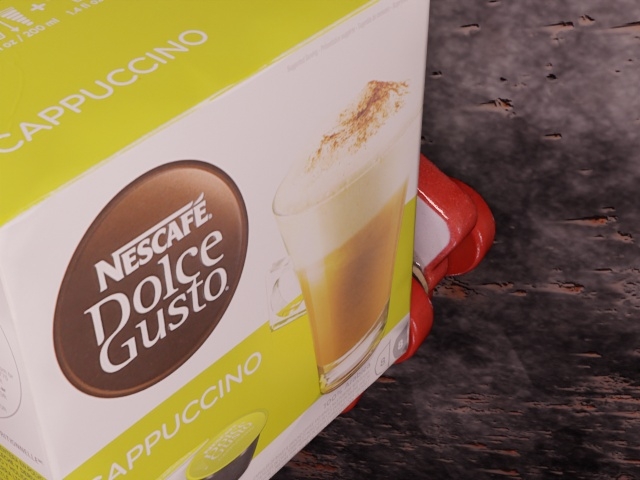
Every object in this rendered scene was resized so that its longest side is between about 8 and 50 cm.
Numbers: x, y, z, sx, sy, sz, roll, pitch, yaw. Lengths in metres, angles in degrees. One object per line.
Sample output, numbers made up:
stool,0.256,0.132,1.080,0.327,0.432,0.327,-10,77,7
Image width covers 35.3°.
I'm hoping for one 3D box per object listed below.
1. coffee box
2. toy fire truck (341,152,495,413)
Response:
coffee box,-0.162,-0.024,0.694,0.338,0.337,0.335,27,136,29
toy fire truck,0.000,0.000,0.949,0.254,0.169,0.302,41,141,2
